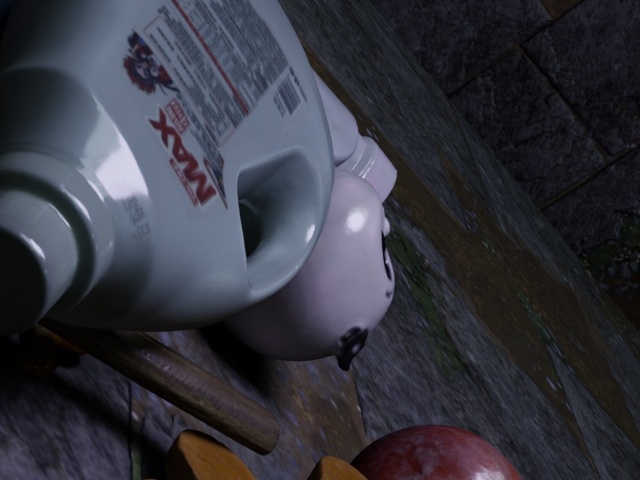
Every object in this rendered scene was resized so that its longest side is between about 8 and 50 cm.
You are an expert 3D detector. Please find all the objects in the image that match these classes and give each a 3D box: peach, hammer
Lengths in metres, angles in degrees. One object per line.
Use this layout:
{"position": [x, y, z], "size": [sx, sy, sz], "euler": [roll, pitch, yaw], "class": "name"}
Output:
{"position": [0.077, 0.217, 1.355], "size": [0.152, 0.152, 0.152], "euler": [51, 14, -18], "class": "peach"}
{"position": [-0.149, 0.045, 1.057], "size": [0.365, 0.043, 0.111], "euler": [37, 29, -40], "class": "hammer"}

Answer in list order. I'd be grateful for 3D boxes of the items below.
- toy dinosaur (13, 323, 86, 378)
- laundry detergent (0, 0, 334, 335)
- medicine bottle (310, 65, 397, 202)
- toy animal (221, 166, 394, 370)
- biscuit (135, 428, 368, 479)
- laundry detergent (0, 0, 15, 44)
{"position": [-0.147, 0.056, 1.134], "size": [0.162, 0.039, 0.126], "euler": [32, 32, -44], "class": "toy dinosaur"}
{"position": [-0.109, -0.045, 1.045], "size": [0.264, 0.124, 0.398], "euler": [60, 22, -15], "class": "laundry detergent"}
{"position": [-0.049, -0.143, 1.811], "size": [0.296, 0.111, 0.161], "euler": [46, 17, -26], "class": "medicine bottle"}
{"position": [-0.039, -0.013, 1.399], "size": [0.235, 0.165, 0.187], "euler": [49, -3, -14], "class": "toy animal"}
{"position": [-0.023, 0.210, 1.106], "size": [0.216, 0.047, 0.339], "euler": [46, 18, 26], "class": "biscuit"}
{"position": [-0.234, -0.174, 1.196], "size": [0.143, 0.094, 0.290], "euler": [40, 26, 4], "class": "laundry detergent"}
